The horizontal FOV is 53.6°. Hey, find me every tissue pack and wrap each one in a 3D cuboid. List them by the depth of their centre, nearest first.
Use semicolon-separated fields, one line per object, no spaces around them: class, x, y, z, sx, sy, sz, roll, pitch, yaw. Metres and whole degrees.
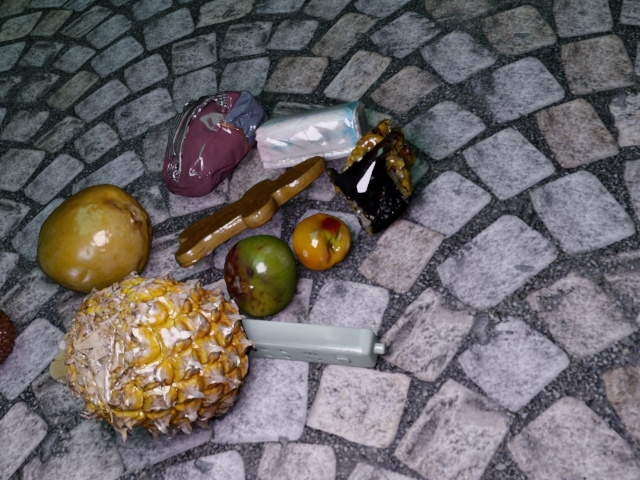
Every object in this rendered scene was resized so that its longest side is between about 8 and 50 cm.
tissue pack;-0.015;-0.278;1.661;0.270;0.124;0.201;-10;16;14

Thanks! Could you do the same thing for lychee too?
lychee;-0.863;0.237;1.592;0.188;0.188;0.188;-10;52;13

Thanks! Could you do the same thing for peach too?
peach;0.000;0.000;1.480;0.138;0.138;0.138;-10;52;13

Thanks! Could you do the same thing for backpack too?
backpack;-0.323;-0.264;1.748;0.283;0.197;0.317;4;57;48

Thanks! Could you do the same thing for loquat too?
loquat;-0.576;-0.004;1.615;0.283;0.276;0.276;-15;51;13

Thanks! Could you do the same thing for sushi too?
sushi;0.132;-0.153;1.491;0.204;0.213;0.200;-35;46;0

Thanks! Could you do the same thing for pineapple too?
pineapple;-0.334;0.230;1.267;0.352;0.300;0.353;-6;80;36

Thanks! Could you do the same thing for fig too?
fig;-0.131;0.073;1.449;0.180;0.181;0.191;3;31;22

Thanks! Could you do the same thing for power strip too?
power strip;-0.047;0.219;1.355;0.384;0.091;0.062;2;58;21

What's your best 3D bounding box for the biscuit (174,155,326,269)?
biscuit;-0.164;-0.069;1.550;0.431;0.064;0.283;-31;19;4

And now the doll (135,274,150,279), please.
doll;-0.409;0.150;1.555;0.094;0.079;0.180;-34;62;-26

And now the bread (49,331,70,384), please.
bread;-0.526;0.264;1.528;0.250;0.039;0.182;-2;53;18
